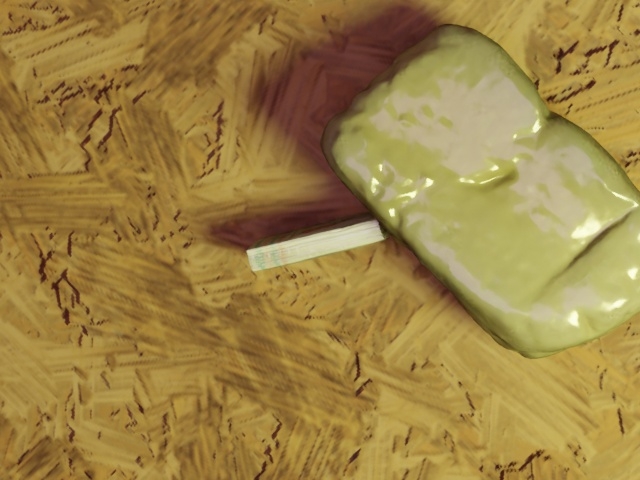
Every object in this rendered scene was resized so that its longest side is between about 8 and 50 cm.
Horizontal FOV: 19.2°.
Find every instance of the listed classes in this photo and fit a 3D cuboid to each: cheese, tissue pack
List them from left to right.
[{"bbox_3d":[0.000,0.000,1.473,0.108,0.056,0.023,-14,97,13],"label":"tissue pack"},{"bbox_3d":[0.135,-0.031,1.419,0.159,0.093,0.263,-44,86,2],"label":"cheese"}]
